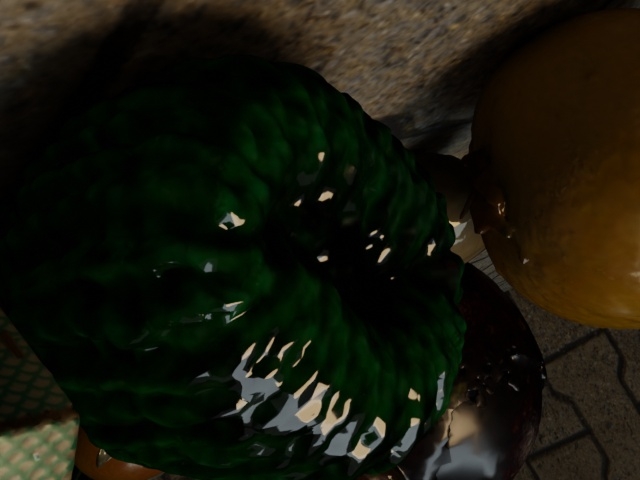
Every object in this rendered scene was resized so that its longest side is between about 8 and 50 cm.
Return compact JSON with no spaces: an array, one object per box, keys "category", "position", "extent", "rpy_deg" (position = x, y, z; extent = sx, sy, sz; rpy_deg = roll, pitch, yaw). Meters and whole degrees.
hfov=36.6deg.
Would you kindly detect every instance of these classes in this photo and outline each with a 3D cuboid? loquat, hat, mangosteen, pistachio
[{"category":"loquat","position":[0.243,-0.052,0.807],"extent":[0.275,0.275,0.275],"rpy_deg":[-27,168,-6]},{"category":"hat","position":[-0.100,0.029,0.595],"extent":[0.332,0.242,0.274],"rpy_deg":[-11,142,33]},{"category":"mangosteen","position":[0.083,0.188,1.266],"extent":[0.421,0.381,0.381],"rpy_deg":[-3,154,-37]},{"category":"pistachio","position":[0.095,-0.021,0.973],"extent":[0.185,0.126,0.108],"rpy_deg":[-19,-162,-2]}]

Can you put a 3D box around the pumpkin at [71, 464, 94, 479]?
[{"category":"pumpkin","position":[-0.357,0.386,1.491],"extent":[0.150,0.194,0.194],"rpy_deg":[-43,177,-33]}]

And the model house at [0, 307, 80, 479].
[{"category":"model house","position":[-0.206,0.108,0.433],"extent":[0.178,0.271,0.206],"rpy_deg":[-1,160,-45]}]

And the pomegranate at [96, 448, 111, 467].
[{"category":"pomegranate","position":[-0.198,0.171,1.049],"extent":[0.161,0.122,0.122],"rpy_deg":[-67,-172,-28]}]

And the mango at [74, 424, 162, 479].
[{"category":"mango","position":[-0.216,0.223,1.235],"extent":[0.175,0.139,0.254],"rpy_deg":[-19,179,16]}]
